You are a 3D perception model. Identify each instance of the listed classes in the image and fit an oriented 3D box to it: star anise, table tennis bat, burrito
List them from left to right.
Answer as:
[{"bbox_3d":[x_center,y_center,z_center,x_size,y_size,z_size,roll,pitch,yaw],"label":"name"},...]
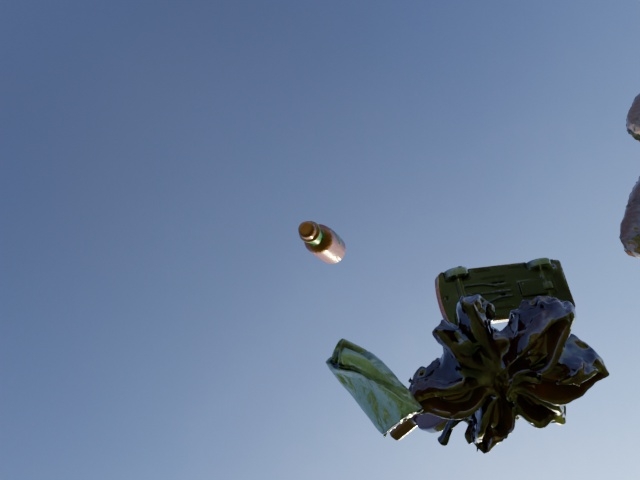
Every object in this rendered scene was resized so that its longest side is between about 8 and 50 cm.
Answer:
[{"bbox_3d":[0.055,0.158,0.538,0.044,0.118,0.074,-21,-32,-37],"label":"burrito"},{"bbox_3d":[0.323,0.418,1.302,0.051,0.268,0.414,38,-60,0],"label":"table tennis bat"},{"bbox_3d":[0.211,0.146,0.576,0.220,0.126,0.190,-21,-57,16],"label":"star anise"}]

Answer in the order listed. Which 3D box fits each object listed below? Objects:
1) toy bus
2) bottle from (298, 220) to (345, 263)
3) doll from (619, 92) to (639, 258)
[{"bbox_3d":[0.439,0.139,1.201,0.329,0.153,0.143,-6,-111,-9],"label":"toy bus"},{"bbox_3d":[0.000,0.000,1.028,0.069,0.069,0.187,-50,-22,2],"label":"bottle"},{"bbox_3d":[0.346,-0.103,0.349,0.303,0.201,0.156,-48,-33,-13],"label":"doll"}]
